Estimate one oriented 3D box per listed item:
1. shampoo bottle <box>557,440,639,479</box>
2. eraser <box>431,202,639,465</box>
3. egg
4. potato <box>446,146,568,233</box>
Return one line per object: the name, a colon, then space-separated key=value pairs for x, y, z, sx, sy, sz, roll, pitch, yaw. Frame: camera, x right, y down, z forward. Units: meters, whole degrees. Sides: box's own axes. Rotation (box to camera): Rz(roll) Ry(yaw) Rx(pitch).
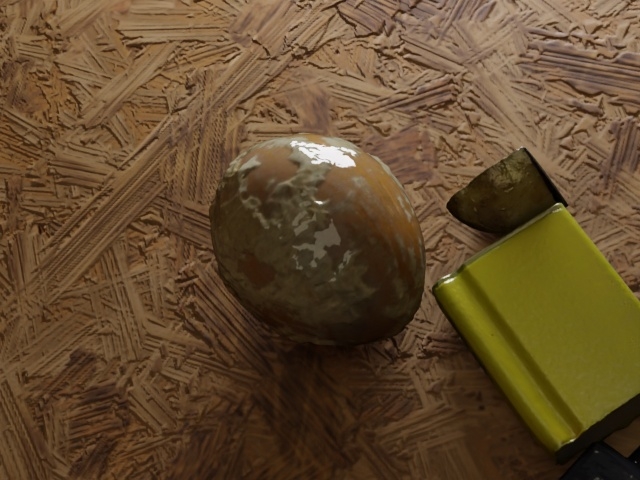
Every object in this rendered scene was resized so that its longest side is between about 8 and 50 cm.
shampoo bottle: x=0.236 y=0.273 z=1.424 sx=0.309 sy=0.071 sz=0.098 roll=-46 pitch=62 yaw=-8
eraser: x=0.229 y=0.089 z=1.513 sx=0.158 sy=0.069 sz=0.226 roll=-33 pitch=61 yaw=0
egg: x=0.000 y=0.000 z=1.544 sx=0.203 sy=0.203 sz=0.245 roll=-44 pitch=62 yaw=-7
potato: x=0.187 y=-0.036 z=1.580 sx=0.103 sy=0.096 sz=0.066 roll=-34 pitch=69 yaw=12
